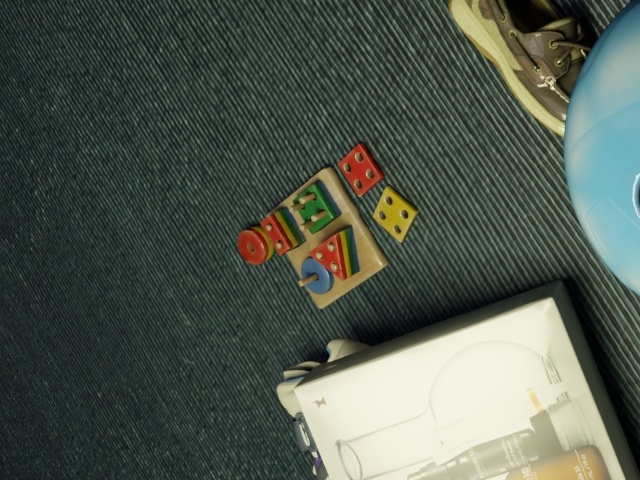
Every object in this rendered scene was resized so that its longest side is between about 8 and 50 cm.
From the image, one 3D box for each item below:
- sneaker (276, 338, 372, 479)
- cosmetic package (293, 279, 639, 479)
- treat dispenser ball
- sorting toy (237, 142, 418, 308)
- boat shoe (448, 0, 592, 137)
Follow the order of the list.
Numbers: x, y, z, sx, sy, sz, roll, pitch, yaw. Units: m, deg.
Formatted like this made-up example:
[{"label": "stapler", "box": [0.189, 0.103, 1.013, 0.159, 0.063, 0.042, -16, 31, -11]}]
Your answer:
[{"label": "sneaker", "box": [0.029, 0.258, 1.552, 0.236, 0.130, 0.323, 51, 139, 25]}, {"label": "cosmetic package", "box": [0.177, 0.265, 1.327, 0.284, 0.097, 0.377, -22, 93, 20]}, {"label": "treat dispenser ball", "box": [0.326, -0.072, 0.968, 0.288, 0.288, 0.288, 21, 122, 37]}, {"label": "sorting toy", "box": [0.000, 0.000, 1.506, 0.274, 0.046, 0.132, -36, 82, 47]}, {"label": "boat shoe", "box": [0.206, -0.175, 1.193, 0.223, 0.080, 0.073, 50, 141, 22]}]
